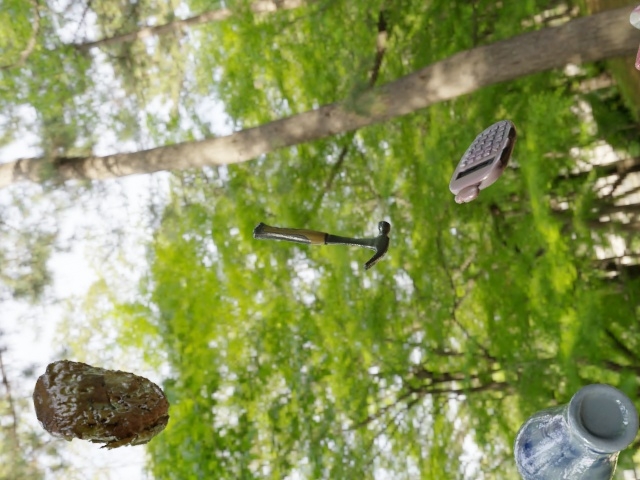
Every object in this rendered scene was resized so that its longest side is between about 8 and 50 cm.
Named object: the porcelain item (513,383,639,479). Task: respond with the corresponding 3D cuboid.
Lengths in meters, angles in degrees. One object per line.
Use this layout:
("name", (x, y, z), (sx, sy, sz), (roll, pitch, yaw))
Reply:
("porcelain item", (0.353, 0.283, 1.116), (0.259, 0.141, 0.141), (96, 174, -59))

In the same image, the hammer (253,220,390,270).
("hammer", (0.000, 0.000, 1.177), (0.021, 0.201, 0.078), (82, -164, -59))

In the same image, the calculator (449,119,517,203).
("calculator", (0.234, -0.112, 1.161), (0.024, 0.103, 0.166), (42, -125, -19))

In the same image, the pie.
("pie", (-0.457, 0.350, 1.694), (0.308, 0.308, 0.086), (-41, -32, -73))

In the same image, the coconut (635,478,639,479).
("coconut", (0.382, 0.352, 0.807), (0.224, 0.224, 0.224), (-9, -90, -75))

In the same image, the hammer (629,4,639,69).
("hammer", (0.409, -0.253, 1.010), (0.031, 0.052, 0.083), (163, 122, -74))
